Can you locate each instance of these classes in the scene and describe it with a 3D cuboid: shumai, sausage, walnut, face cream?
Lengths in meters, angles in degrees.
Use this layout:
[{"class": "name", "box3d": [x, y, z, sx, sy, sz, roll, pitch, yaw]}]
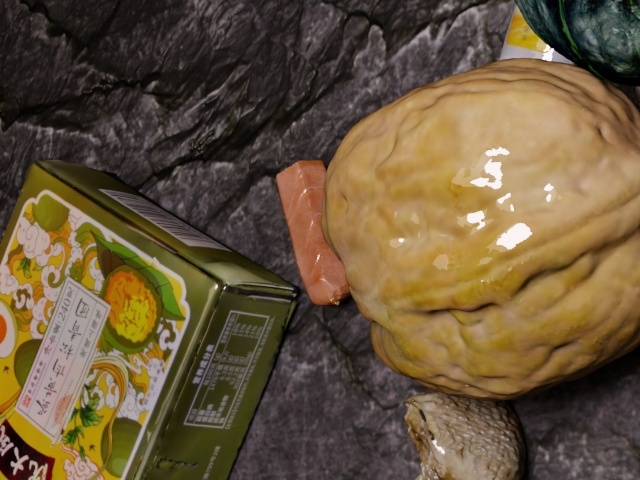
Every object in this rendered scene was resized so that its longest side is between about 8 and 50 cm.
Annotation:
[{"class": "shumai", "box3d": [0.124, 0.209, 1.756, 0.116, 0.145, 0.145, -51, 53, 34]}, {"class": "sausage", "box3d": [0.000, 0.000, 1.945, 0.065, 0.065, 0.169, -30, 62, 34]}, {"class": "walnut", "box3d": [0.175, -0.014, 1.642, 0.344, 0.306, 0.306, -25, 66, 39]}, {"class": "face cream", "box3d": [0.224, -0.218, 1.790, 0.084, 0.057, 0.198, 17, 93, 43]}]

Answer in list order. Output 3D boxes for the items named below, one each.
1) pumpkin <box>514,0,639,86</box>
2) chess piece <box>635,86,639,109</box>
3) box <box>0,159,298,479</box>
[{"class": "pumpkin", "box3d": [0.314, -0.245, 1.575, 0.315, 0.315, 0.238, 17, 126, 42]}, {"class": "chess piece", "box3d": [0.310, -0.154, 1.700, 0.066, 0.066, 0.122, -42, 53, 28]}, {"class": "box", "box3d": [-0.252, 0.161, 2.087, 0.373, 0.138, 0.420, 31, 102, 41]}]
